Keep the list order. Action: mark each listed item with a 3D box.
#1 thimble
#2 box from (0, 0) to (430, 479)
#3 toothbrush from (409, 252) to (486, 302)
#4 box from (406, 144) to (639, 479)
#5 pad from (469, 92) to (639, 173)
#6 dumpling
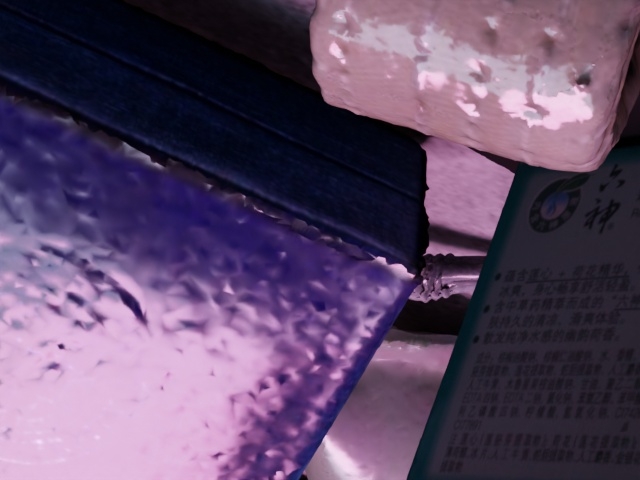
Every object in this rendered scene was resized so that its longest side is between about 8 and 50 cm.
[{"bbox_3d":[0.056,-0.079,0.532,0.090,0.115,0.102,17,160,12],"label":"thimble"},{"bbox_3d":[-0.132,0.039,0.785,0.261,0.116,0.279,23,121,-11],"label":"box"},{"bbox_3d":[0.000,0.000,0.875,0.413,0.042,0.035,16,158,16],"label":"toothbrush"},{"bbox_3d":[0.161,0.043,0.665,0.092,0.153,0.245,35,155,-32],"label":"box"},{"bbox_3d":[0.178,-0.015,0.725,0.267,0.004,0.181,29,157,-18],"label":"pad"},{"bbox_3d":[0.058,0.091,0.979,0.105,0.149,0.217,53,174,38],"label":"dumpling"}]
